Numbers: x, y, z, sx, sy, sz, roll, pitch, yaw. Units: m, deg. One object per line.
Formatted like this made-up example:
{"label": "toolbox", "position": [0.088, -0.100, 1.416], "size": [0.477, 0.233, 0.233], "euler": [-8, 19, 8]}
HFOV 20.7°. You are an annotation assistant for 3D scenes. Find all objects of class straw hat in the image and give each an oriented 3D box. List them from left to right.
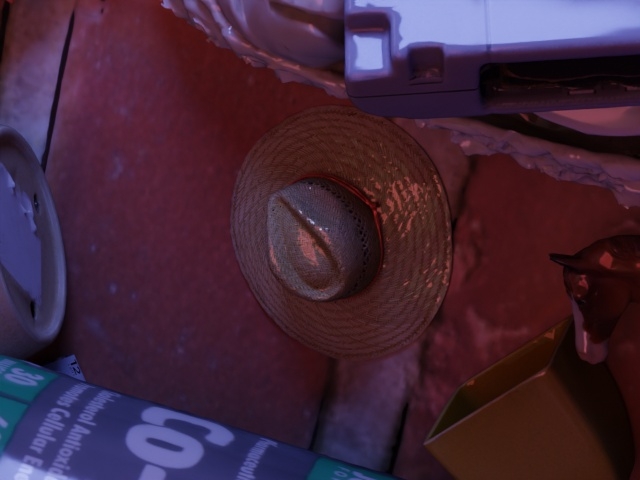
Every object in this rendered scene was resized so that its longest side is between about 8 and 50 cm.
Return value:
{"label": "straw hat", "position": [0.000, 0.000, 0.946], "size": [0.144, 0.061, 0.144], "euler": [4, 100, 25]}

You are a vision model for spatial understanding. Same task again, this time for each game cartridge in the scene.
{"label": "game cartridge", "position": [0.158, -0.153, 0.772], "size": [0.297, 0.062, 0.198], "euler": [-3, 56, 6]}

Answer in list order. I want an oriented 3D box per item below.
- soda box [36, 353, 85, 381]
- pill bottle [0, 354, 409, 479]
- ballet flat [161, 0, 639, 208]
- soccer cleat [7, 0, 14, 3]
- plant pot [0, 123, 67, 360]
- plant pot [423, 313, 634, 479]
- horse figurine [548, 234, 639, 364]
{"label": "soda box", "position": [-0.147, 0.164, 1.038], "size": [0.063, 0.058, 0.183], "euler": [-25, 88, 25]}
{"label": "pill bottle", "position": [-0.049, 0.199, 0.889], "size": [0.361, 0.204, 0.204], "euler": [16, 105, 5]}
{"label": "ballet flat", "position": [0.064, -0.118, 0.861], "size": [0.409, 0.147, 0.147], "euler": [22, 106, 21]}
{"label": "soccer cleat", "position": [-0.147, -0.212, 0.969], "size": [0.076, 0.068, 0.196], "euler": [40, 118, -21]}
{"label": "plant pot", "position": [-0.295, 0.023, 1.002], "size": [0.274, 0.256, 0.256], "euler": [-10, 93, 9]}
{"label": "plant pot", "position": [0.116, 0.103, 0.901], "size": [0.081, 0.081, 0.083], "euler": [-35, 95, 25]}
{"label": "horse figurine", "position": [0.254, 0.067, 0.838], "size": [0.263, 0.066, 0.174], "euler": [-7, 100, 28]}
